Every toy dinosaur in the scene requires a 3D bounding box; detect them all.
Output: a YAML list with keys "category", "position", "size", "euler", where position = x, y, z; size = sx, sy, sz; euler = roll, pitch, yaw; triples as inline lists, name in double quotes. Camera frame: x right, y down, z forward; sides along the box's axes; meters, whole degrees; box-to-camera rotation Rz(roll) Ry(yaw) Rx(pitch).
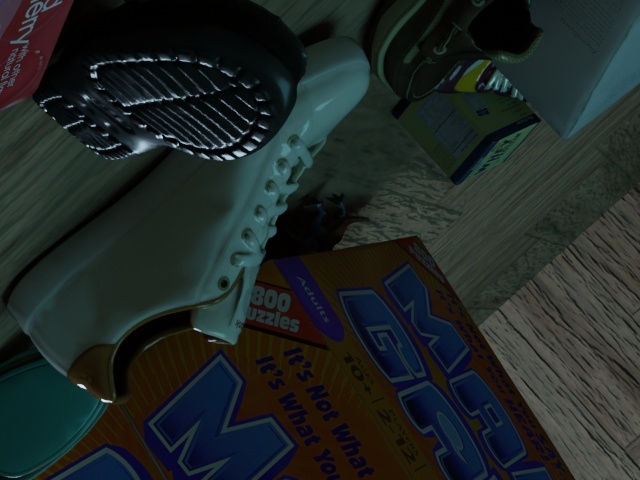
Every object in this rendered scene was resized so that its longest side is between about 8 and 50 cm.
- category: "toy dinosaur"
  position: [0.000, 0.000, 1.391]
  size: [0.047, 0.090, 0.082]
  euler: [-17, 126, -26]

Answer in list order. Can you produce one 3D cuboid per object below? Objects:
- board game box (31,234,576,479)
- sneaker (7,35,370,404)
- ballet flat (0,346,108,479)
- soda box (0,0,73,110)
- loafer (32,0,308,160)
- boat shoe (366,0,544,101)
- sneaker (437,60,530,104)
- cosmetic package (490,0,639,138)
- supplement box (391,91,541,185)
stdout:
- category: "board game box"
  position: [-0.014, 0.245, 1.408]
  size: [0.356, 0.356, 0.356]
  euler: [-36, 170, 20]
- category: "sneaker"
  position: [-0.059, -0.006, 1.063]
  size: [0.290, 0.123, 0.106]
  euler: [-42, 166, 1]
- category: "ballet flat"
  position: [-0.248, 0.150, 1.178]
  size: [0.247, 0.083, 0.087]
  euler: [-42, -168, 7]
- category: "soda box"
  position: [-0.117, -0.138, 0.519]
  size: [0.092, 0.083, 0.263]
  euler: [-31, 164, -38]
- category: "loafer"
  position: [-0.070, -0.090, 0.749]
  size: [0.078, 0.080, 0.220]
  euler: [-57, -154, -16]
- category: "boat shoe"
  position: [0.100, -0.150, 1.090]
  size: [0.095, 0.095, 0.257]
  euler: [-36, 167, -19]
- category: "sneaker"
  position: [0.160, -0.145, 1.314]
  size: [0.185, 0.084, 0.069]
  euler: [-29, 163, -45]
- category: "cosmetic package"
  position: [0.235, -0.223, 1.143]
  size: [0.224, 0.138, 0.224]
  euler: [-37, 166, -19]
- category: "supplement box"
  position: [0.122, -0.103, 1.347]
  size: [0.083, 0.083, 0.056]
  euler: [-26, 161, -49]
